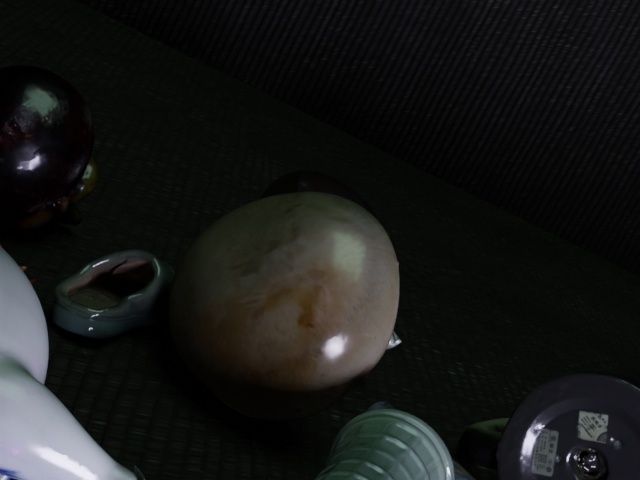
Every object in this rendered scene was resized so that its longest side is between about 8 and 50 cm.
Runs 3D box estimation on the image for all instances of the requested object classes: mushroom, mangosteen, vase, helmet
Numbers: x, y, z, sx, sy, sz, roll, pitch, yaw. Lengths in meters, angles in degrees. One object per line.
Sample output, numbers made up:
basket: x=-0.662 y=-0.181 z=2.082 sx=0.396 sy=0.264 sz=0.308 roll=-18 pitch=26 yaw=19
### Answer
mushroom: x=-0.021 y=0.101 z=1.476 sx=0.292 sy=0.292 sz=0.290 roll=41 pitch=-9 yaw=40
mangosteen: x=-0.382 y=-0.108 z=1.602 sx=0.211 sy=0.211 sz=0.250 roll=46 pitch=-6 yaw=49
vase: x=0.022 y=0.271 z=1.162 sx=0.143 sy=0.143 sz=0.299 roll=32 pitch=19 yaw=14
helmet: x=0.000 y=0.000 z=1.910 sx=0.225 sy=0.177 sz=0.305 roll=22 pitch=15 yaw=-26

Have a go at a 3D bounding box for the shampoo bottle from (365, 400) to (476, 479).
shampoo bottle: x=0.136 y=0.278 z=1.470 sx=0.087 sy=0.049 sz=0.234 roll=15 pitch=20 yaw=-46

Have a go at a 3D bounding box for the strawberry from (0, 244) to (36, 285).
strawberry: x=-0.425 y=0.013 z=1.279 sx=0.228 sy=0.098 sz=0.174 roll=29 pitch=15 yaw=2

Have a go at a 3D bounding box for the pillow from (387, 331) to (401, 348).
pillow: x=-0.028 y=0.101 z=1.688 sx=0.254 sy=0.078 sz=0.144 roll=22 pitch=-21 yaw=-18

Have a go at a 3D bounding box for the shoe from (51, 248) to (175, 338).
shoe: x=-0.233 y=0.052 z=1.485 sx=0.103 sy=0.100 sz=0.251 roll=30 pitch=18 yaw=12

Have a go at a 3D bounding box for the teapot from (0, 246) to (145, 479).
teapot: x=-0.317 y=0.113 z=0.926 sx=0.424 sy=0.252 sz=0.280 roll=11 pitch=-31 yaw=33

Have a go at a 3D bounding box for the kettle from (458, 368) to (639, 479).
kettle: x=0.346 y=0.275 z=1.605 sx=0.321 sy=0.228 sz=0.324 roll=0 pitch=-3 yaw=26
